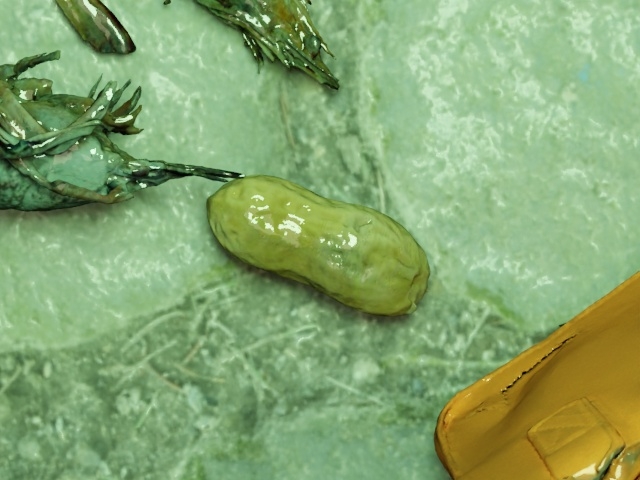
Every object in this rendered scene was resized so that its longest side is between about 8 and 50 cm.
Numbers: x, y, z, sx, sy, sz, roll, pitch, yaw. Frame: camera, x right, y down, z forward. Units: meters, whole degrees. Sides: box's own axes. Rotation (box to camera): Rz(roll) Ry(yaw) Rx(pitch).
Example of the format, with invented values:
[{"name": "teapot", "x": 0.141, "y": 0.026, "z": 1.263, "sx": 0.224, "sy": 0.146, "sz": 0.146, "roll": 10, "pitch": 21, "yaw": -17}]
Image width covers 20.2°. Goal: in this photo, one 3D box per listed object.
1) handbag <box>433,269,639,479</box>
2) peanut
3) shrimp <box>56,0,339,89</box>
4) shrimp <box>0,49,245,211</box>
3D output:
[{"name": "handbag", "x": 0.298, "y": 0.112, "z": 1.505, "sx": 0.410, "sy": 0.303, "sz": 0.116, "roll": -36, "pitch": 101, "yaw": 1}, {"name": "peanut", "x": 0.000, "y": 0.000, "z": 1.591, "sx": 0.214, "sy": 0.099, "sz": 0.099, "roll": 23, "pitch": 94, "yaw": 1}, {"name": "shrimp", "x": -0.120, "y": -0.207, "z": 1.582, "sx": 0.169, "sy": 0.058, "sz": 0.296, "roll": -45, "pitch": 91, "yaw": 7}, {"name": "shrimp", "x": -0.254, "y": -0.093, "z": 1.527, "sx": 0.372, "sy": 0.172, "sz": 0.137, "roll": -2, "pitch": 90, "yaw": 5}]
